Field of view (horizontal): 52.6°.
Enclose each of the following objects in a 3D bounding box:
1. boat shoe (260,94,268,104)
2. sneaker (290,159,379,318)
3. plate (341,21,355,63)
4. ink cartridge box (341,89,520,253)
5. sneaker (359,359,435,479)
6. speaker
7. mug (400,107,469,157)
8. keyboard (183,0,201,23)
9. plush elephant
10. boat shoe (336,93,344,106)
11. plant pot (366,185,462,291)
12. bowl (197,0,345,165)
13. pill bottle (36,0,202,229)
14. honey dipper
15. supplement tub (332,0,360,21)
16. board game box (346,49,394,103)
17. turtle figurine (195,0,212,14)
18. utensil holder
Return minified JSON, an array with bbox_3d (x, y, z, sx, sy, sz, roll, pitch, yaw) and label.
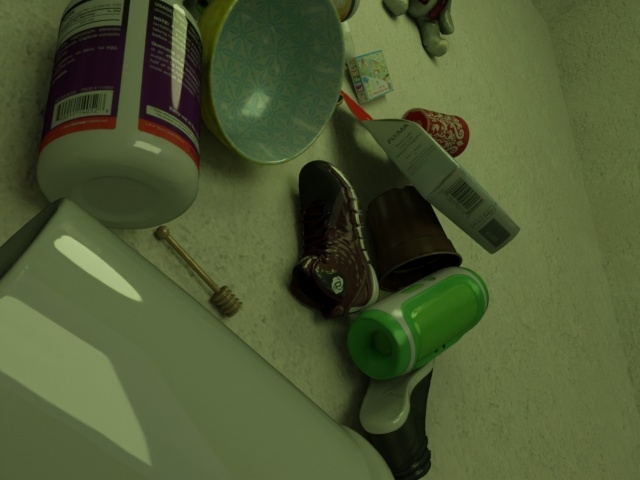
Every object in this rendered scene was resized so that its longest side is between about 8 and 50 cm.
[{"bbox_3d":[-0.054,-0.325,1.208,0.098,0.096,0.277,50,42,-24],"label":"boat shoe"},{"bbox_3d":[0.000,0.000,1.083,0.162,0.106,0.281,-14,82,-52],"label":"sneaker"},{"bbox_3d":[-0.027,-0.540,1.423,0.277,0.045,0.278,-2,71,-52],"label":"plate"},{"bbox_3d":[0.222,-0.172,1.342,0.308,0.091,0.385,30,23,-47],"label":"ink cartridge box"},{"bbox_3d":[0.143,0.295,1.109,0.296,0.104,0.147,-44,124,-64],"label":"sneaker"},{"bbox_3d":[0.180,0.138,1.142,0.296,0.131,0.131,-20,86,-46],"label":"speaker"},{"bbox_3d":[0.284,-0.253,1.603,0.169,0.113,0.150,4,65,-48],"label":"mug"},{"bbox_3d":[-0.186,-0.392,1.145,0.108,0.023,0.180,46,39,-15],"label":"keyboard"},{"bbox_3d":[0.361,-0.750,1.871,0.272,0.255,0.330,37,43,-34],"label":"plush elephant"},{"bbox_3d":[-0.008,-0.270,1.280,0.153,0.048,0.056,-21,87,-55],"label":"boat shoe"},{"bbox_3d":[0.171,-0.007,1.273,0.167,0.167,0.165,15,51,-48],"label":"plant pot"},{"bbox_3d":[-0.111,-0.276,1.024,0.289,0.156,0.289,-27,128,-42],"label":"bowl"},{"bbox_3d":[-0.240,-0.188,0.810,0.181,0.181,0.323,25,51,-43],"label":"pill bottle"},{"bbox_3d":[-0.170,0.042,0.898,0.161,0.030,0.030,50,37,-18],"label":"honey dipper"},{"bbox_3d":[-0.036,-0.477,1.240,0.199,0.144,0.144,-24,89,-30],"label":"supplement tub"},{"bbox_3d":[0.119,-0.386,1.518,0.154,0.026,0.103,-36,111,-55],"label":"board game box"},{"bbox_3d":[-0.248,-0.434,1.003,0.266,0.274,0.198,-20,103,-33],"label":"turtle figurine"},{"bbox_3d":[-0.174,0.203,0.546,0.385,0.327,0.327,45,39,-22],"label":"utensil holder"}]
